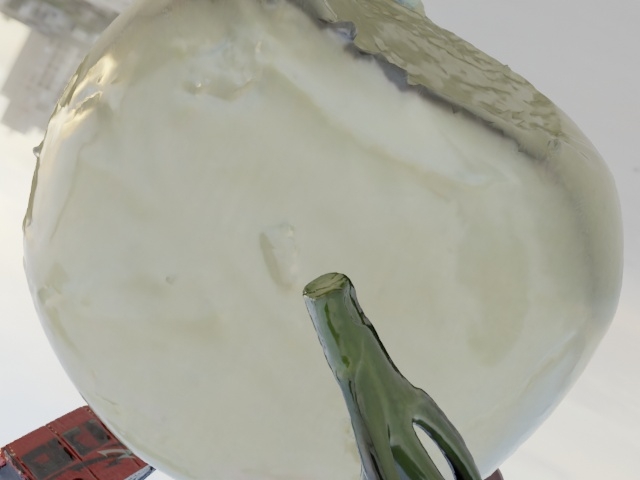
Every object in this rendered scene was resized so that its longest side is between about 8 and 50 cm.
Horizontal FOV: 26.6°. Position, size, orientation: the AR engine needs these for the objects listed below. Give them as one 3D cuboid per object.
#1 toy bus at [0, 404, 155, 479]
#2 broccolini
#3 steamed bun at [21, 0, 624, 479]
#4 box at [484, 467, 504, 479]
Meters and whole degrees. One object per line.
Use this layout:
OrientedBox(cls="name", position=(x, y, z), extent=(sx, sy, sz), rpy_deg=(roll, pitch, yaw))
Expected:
OrientedBox(cls="toy bus", position=(-0.201, 0.193, 1.134), extent=(0.089, 0.081, 0.195), rpy_deg=(51, -154, 8))
OrientedBox(cls="broccolini", position=(0.037, 0.105, 0.528), extent=(0.202, 0.068, 0.091), rpy_deg=(59, -143, -8))
OrientedBox(cls="steamed bun", position=(0.000, 0.000, 0.822), extent=(0.334, 0.312, 0.233), rpy_deg=(40, -160, 1))
OrientedBox(cls="box", position=(0.027, 0.251, 1.043), extent=(0.193, 0.167, 0.294), rpy_deg=(45, -144, -25))
